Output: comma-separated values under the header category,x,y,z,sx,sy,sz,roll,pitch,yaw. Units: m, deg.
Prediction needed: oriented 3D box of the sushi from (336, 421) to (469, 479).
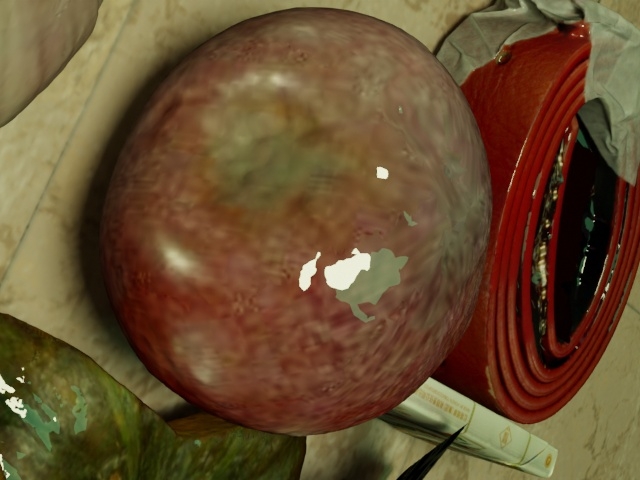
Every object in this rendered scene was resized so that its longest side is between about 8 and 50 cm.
category,x,y,z,sx,sy,sz,roll,pitch,yaw
sushi,0.002,0.197,0.808,0.192,0.050,0.215,-47,173,-21

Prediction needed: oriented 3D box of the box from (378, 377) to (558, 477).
category,x,y,z,sx,sy,sz,roll,pitch,yaw
box,0.071,0.121,0.850,0.220,0.122,0.032,33,73,-48

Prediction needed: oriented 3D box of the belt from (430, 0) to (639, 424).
category,x,y,z,sx,sy,sz,roll,pitch,yaw
belt,0.156,-0.029,0.897,0.227,0.115,0.324,-7,110,-49

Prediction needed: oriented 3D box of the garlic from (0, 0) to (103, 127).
category,x,y,z,sx,sy,sz,roll,pitch,yaw
garlic,-0.182,-0.163,0.367,0.317,0.259,0.317,-25,126,-40

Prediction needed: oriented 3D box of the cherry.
category,x,y,z,sx,sy,sz,roll,pitch,yaw
cherry,-0.009,-0.004,0.669,0.239,0.206,0.239,12,90,-81

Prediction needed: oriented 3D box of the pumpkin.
category,x,y,z,sx,sy,sz,roll,pitch,yaw
pumpkin,-0.124,0.184,0.680,0.290,0.095,0.258,20,85,-52
